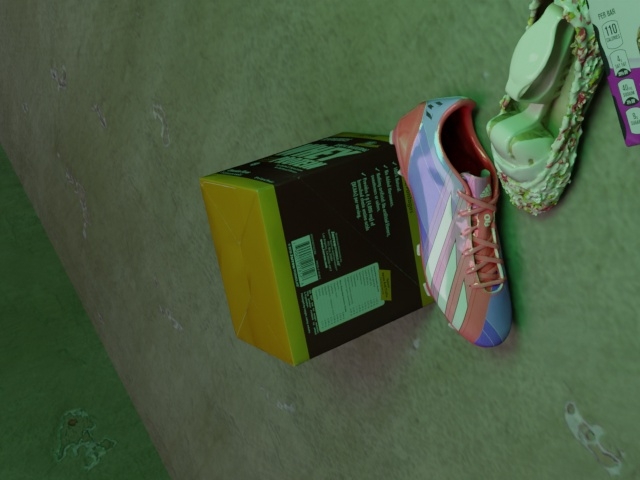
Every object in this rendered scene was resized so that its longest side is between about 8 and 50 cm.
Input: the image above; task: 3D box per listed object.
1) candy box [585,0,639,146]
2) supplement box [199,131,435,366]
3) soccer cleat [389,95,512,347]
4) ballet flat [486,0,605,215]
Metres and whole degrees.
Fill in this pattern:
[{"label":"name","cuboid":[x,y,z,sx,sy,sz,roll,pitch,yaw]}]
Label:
[{"label":"candy box","cuboid":[0.245,-0.190,0.557,0.159,0.071,0.233,-9,100,60]},{"label":"supplement box","cuboid":[0.000,0.000,0.953,0.129,0.194,0.191,15,121,55]},{"label":"soccer cleat","cuboid":[0.139,-0.016,0.837,0.095,0.083,0.248,-17,91,56]},{"label":"ballet flat","cuboid":[0.175,-0.115,0.713,0.091,0.077,0.241,43,142,36]}]
